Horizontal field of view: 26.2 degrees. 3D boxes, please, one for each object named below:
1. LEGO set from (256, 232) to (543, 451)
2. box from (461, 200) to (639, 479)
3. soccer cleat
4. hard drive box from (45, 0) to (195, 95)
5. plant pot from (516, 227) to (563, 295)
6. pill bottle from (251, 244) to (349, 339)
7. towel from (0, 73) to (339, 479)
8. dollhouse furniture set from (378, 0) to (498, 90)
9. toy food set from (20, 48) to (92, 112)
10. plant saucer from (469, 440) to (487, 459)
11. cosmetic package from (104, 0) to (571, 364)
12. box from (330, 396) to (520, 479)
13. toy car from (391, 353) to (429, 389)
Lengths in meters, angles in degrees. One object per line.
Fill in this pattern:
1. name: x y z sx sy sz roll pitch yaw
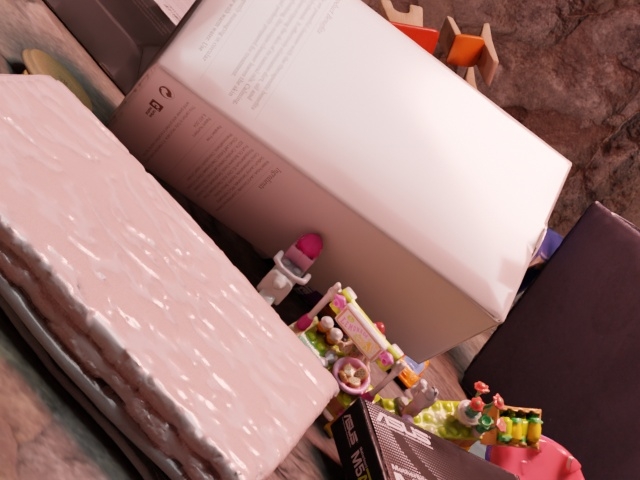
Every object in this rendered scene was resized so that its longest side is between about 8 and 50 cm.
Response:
1. LEGO set: 0.074 0.104 1.134 0.287 0.107 0.132 34 47 -6
2. box: 0.498 0.256 1.591 0.471 0.297 0.480 28 11 -31
3. soccer cleat: 0.228 0.254 1.287 0.248 0.083 0.095 37 -16 -25
4. hard drive box: -0.193 -0.243 1.476 0.181 0.089 0.232 50 12 3
5. plant pot: 0.170 -0.013 1.750 0.212 0.236 0.236 59 13 13
6. pill bottle: 0.000 0.000 1.352 0.193 0.108 0.108 45 12 -18
7. towel: -0.133 0.022 0.927 0.332 0.053 0.317 49 12 2
8. dollhouse furniture set: 0.084 -0.187 1.861 0.262 0.259 0.135 7 43 -14
9. toy food set: -0.223 -0.128 1.160 0.082 0.020 0.083 39 15 -41
10. plant saucer: 0.175 0.278 1.264 0.317 0.043 0.317 46 11 -12
11. cosmetic package: 0.020 -0.080 1.229 0.365 0.155 0.197 38 57 -11
12. box: 0.106 0.227 1.058 0.190 0.045 0.184 30 27 -31
13. toy car: 0.118 0.159 1.443 0.122 0.040 0.060 52 12 19
